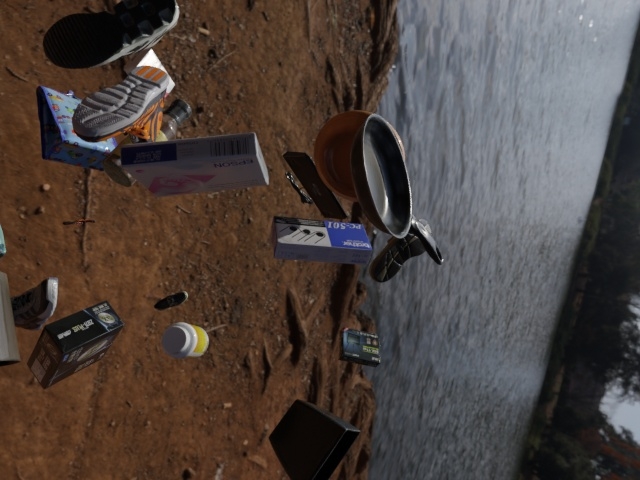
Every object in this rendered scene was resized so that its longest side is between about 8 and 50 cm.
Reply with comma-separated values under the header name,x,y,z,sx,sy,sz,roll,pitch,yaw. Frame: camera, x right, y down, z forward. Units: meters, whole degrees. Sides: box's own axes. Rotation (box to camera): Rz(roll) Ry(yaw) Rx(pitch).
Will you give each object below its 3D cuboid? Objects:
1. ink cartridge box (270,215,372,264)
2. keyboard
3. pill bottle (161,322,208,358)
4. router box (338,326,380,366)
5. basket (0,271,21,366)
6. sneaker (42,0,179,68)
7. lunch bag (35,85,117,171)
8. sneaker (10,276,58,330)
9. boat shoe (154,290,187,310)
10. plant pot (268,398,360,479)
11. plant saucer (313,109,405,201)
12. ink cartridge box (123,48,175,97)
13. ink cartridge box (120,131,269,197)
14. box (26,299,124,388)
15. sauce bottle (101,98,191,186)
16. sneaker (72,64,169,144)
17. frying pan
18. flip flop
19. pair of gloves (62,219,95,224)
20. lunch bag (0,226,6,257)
name,x,y,z,sx,sy,sz,roll,pitch,yaw
ink cartridge box,0.000,0.000,0.925,0.097,0.206,0.046,-104,-156,-51
keyboard,-0.035,-0.194,1.542,0.033,0.201,0.317,-55,132,-25
pill bottle,-0.464,0.343,1.458,0.215,0.117,0.117,90,23,-74
router box,0.115,0.317,1.270,0.038,0.122,0.092,119,-19,-48
basket,-0.853,0.197,1.058,0.204,0.154,0.227,33,44,-68
sneaker,-0.497,-0.501,1.055,0.330,0.146,0.123,-23,102,-5
lunch bag,-0.892,-0.428,1.561,0.221,0.138,0.294,7,59,-60
sneaker,-0.878,0.186,1.252,0.153,0.268,0.101,15,48,-41
boat shoe,-0.662,0.271,1.894,0.152,0.056,0.049,-27,173,0
plant pot,-0.025,0.537,1.157,0.188,0.166,0.187,-51,152,-10
plant saucer,0.075,-0.168,0.898,0.037,0.199,0.200,-53,145,-54
ink cartridge box,-0.539,-0.518,1.355,0.135,0.056,0.099,62,39,-50
ink cartridge box,-0.311,-0.181,1.161,0.330,0.323,0.072,89,-6,-78
box,-0.566,0.240,0.989,0.180,0.078,0.147,-46,170,32
sauce bottle,-0.532,-0.318,1.350,0.345,0.111,0.111,-60,147,-33
sneaker,-0.477,-0.292,1.072,0.180,0.124,0.321,113,2,-45
frying pan,0.132,-0.082,0.728,0.326,0.053,0.198,27,58,-56
flip flop,0.243,0.025,1.328,0.277,0.080,0.112,-40,116,-20
pair of gloves,-0.762,-0.057,1.351,0.083,0.074,0.010,-28,119,-68
lunch bag,-1.028,-0.047,1.171,0.160,0.262,0.223,-39,153,13
